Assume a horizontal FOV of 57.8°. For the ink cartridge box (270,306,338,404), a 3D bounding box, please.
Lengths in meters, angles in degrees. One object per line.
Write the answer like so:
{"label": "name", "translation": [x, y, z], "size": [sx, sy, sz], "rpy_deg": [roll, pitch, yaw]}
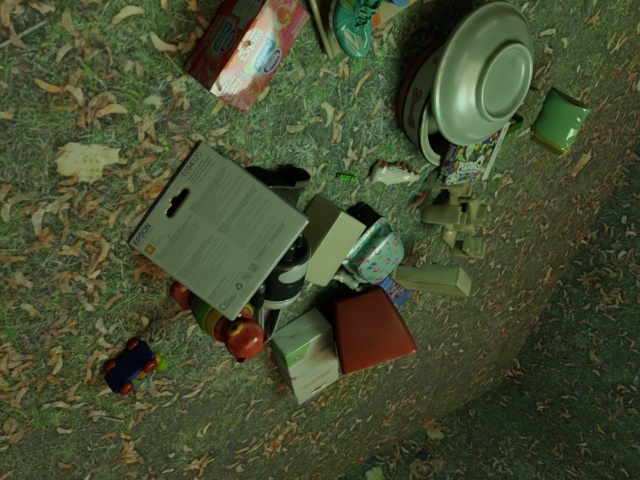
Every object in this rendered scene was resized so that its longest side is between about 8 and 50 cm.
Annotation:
{"label": "ink cartridge box", "translation": [-0.052, 0.436, 2.152], "size": [0.207, 0.119, 0.354], "rpy_deg": [-30, 140, -20]}

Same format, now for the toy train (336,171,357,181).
{"label": "toy train", "translation": [0.080, -0.194, 1.782], "size": [0.083, 0.017, 0.024], "rpy_deg": [1, 133, -45]}

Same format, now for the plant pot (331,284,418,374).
{"label": "plant pot", "translation": [0.163, 0.297, 2.051], "size": [0.267, 0.236, 0.267], "rpy_deg": [-17, 180, -1]}

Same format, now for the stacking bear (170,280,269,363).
{"label": "stacking bear", "translation": [-0.256, 0.208, 1.595], "size": [0.175, 0.289, 0.164], "rpy_deg": [-37, 142, -13]}

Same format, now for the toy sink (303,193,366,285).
{"label": "toy sink", "translation": [0.000, 0.000, 1.790], "size": [0.152, 0.131, 0.234], "rpy_deg": [26, 99, -52]}

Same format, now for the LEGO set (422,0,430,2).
{"label": "LEGO set", "translation": [0.377, -0.753, 1.550], "size": [0.244, 0.060, 0.182], "rpy_deg": [-25, 151, -25]}

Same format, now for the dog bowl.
{"label": "dog bowl", "translation": [0.404, -0.437, 1.766], "size": [0.407, 0.150, 0.408], "rpy_deg": [-25, 138, -25]}

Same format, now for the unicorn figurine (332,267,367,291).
{"label": "unicorn figurine", "translation": [0.083, 0.131, 2.026], "size": [0.111, 0.161, 0.060], "rpy_deg": [-39, 148, -59]}

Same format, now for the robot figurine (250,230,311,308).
{"label": "robot figurine", "translation": [-0.124, 0.068, 1.609], "size": [0.209, 0.174, 0.278], "rpy_deg": [-16, 144, -26]}

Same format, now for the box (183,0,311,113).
{"label": "box", "translation": [-0.158, -0.423, 1.240], "size": [0.122, 0.128, 0.257], "rpy_deg": [23, 106, -52]}

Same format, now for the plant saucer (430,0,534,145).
{"label": "plant saucer", "translation": [0.480, -0.445, 1.603], "size": [0.400, 0.100, 0.401], "rpy_deg": [-21, 127, -31]}

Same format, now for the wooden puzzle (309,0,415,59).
{"label": "wooden puzzle", "translation": [0.119, -0.634, 1.357], "size": [0.348, 0.080, 0.322], "rpy_deg": [-39, 143, -10]}

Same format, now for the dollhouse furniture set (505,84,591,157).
{"label": "dollhouse furniture set", "translation": [0.712, -0.414, 1.960], "size": [0.151, 0.301, 0.198], "rpy_deg": [-25, 141, -31]}

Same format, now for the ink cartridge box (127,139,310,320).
{"label": "ink cartridge box", "translation": [-0.251, -0.024, 1.447], "size": [0.324, 0.330, 0.071], "rpy_deg": [-52, -177, 8]}

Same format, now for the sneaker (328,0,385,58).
{"label": "sneaker", "translation": [0.086, -0.527, 1.288], "size": [0.107, 0.110, 0.275], "rpy_deg": [-24, 140, -20]}

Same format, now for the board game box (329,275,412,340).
{"label": "board game box", "translation": [0.199, 0.264, 2.274], "size": [0.347, 0.078, 0.233], "rpy_deg": [-51, 143, 6]}

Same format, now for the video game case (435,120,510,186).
{"label": "video game case", "translation": [0.479, -0.280, 1.824], "size": [0.232, 0.042, 0.210], "rpy_deg": [-12, 130, -38]}

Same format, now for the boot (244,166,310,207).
{"label": "boot", "translation": [-0.149, -0.086, 1.602], "size": [0.262, 0.091, 0.229], "rpy_deg": [-6, 134, -34]}

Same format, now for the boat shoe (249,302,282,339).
{"label": "boat shoe", "translation": [-0.146, 0.165, 1.820], "size": [0.118, 0.103, 0.321], "rpy_deg": [-2, 124, -45]}

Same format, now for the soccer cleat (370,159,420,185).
{"label": "soccer cleat", "translation": [0.241, -0.212, 1.889], "size": [0.196, 0.068, 0.076], "rpy_deg": [3, 127, -38]}

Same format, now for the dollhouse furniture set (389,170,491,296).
{"label": "dollhouse furniture set", "translation": [0.440, -0.012, 2.151], "size": [0.362, 0.256, 0.394], "rpy_deg": [37, 63, -54]}

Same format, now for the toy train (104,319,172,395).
{"label": "toy train", "translation": [-0.481, 0.337, 1.662], "size": [0.248, 0.105, 0.143], "rpy_deg": [-44, 154, -4]}

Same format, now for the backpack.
{"label": "backpack", "translation": [0.163, 0.029, 1.943], "size": [0.225, 0.191, 0.253], "rpy_deg": [-45, 149, -3]}
